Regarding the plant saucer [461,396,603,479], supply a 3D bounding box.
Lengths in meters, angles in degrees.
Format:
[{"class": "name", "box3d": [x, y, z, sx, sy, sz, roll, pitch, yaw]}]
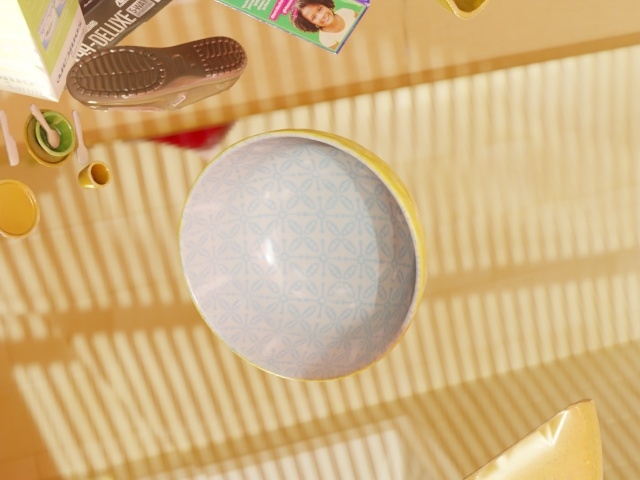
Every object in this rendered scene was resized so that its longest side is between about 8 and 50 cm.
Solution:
[{"class": "plant saucer", "box3d": [0.122, 0.288, 1.063, 0.081, 0.333, 0.333, 55, -1, 22]}]

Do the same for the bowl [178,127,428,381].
[{"class": "bowl", "box3d": [0.000, 0.000, 1.416, 0.156, 0.289, 0.289, -37, 121, -63]}]

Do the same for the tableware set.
[{"class": "tableware set", "box3d": [-0.229, -0.054, 0.958, 0.024, 0.154, 0.104, -16, -95, 41]}]

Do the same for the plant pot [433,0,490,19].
[{"class": "plant pot", "box3d": [0.101, -0.353, 1.086, 0.212, 0.212, 0.187, 49, -6, -31]}]

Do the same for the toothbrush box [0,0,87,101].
[{"class": "toothbrush box", "box3d": [-0.411, -0.300, 1.449, 0.283, 0.206, 0.122, 90, 14, -68]}]

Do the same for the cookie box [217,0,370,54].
[{"class": "cookie box", "box3d": [-0.030, -0.161, 0.685, 0.040, 0.107, 0.092, -55, -156, 36]}]

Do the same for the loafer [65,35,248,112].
[{"class": "loafer", "box3d": [-0.132, -0.128, 1.008, 0.050, 0.148, 0.056, 105, -26, -58]}]

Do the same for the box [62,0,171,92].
[{"class": "box", "box3d": [-0.291, -0.379, 1.699, 0.307, 0.076, 0.242, -30, -131, 35]}]
